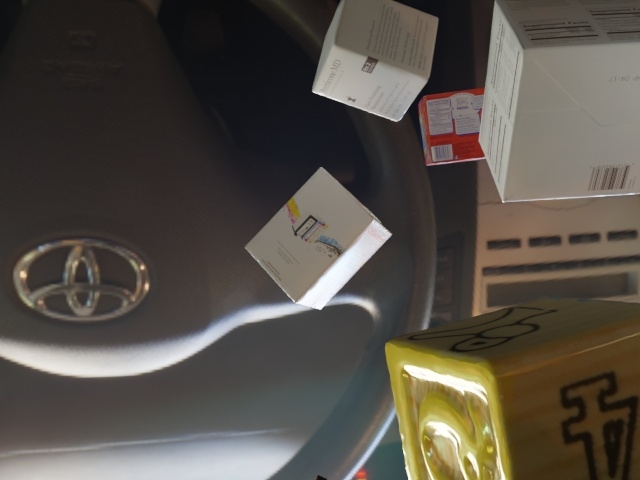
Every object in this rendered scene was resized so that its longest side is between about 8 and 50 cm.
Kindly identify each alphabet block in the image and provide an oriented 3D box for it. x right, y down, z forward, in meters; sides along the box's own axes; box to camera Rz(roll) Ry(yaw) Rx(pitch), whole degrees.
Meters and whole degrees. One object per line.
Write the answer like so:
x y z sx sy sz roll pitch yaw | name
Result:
0.196 0.165 0.641 0.197 0.193 0.192 -11 -179 -20 | alphabet block

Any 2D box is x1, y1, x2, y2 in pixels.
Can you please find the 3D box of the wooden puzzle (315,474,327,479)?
-0.009 0.260 0.656 0.083 0.049 0.006 -47 180 -9 | wooden puzzle

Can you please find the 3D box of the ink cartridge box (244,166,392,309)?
0.000 0.000 1.499 0.233 0.168 0.171 -46 160 4 | ink cartridge box

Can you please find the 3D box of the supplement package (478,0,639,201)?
0.342 -0.174 0.859 0.262 0.145 0.204 -3 130 0 | supplement package

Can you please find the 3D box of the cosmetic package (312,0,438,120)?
0.101 -0.347 1.337 0.183 0.151 0.151 16 153 -9 | cosmetic package

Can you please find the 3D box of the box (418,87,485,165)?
0.319 -0.218 1.333 0.257 0.128 0.122 -7 -176 4 | box
